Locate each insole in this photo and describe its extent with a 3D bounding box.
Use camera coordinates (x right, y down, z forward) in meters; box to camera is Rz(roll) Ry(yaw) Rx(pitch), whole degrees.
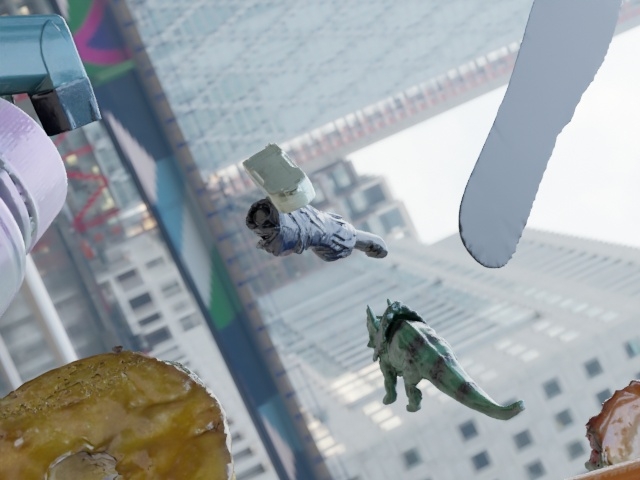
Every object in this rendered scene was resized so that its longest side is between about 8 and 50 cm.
[{"bbox_3d":[0.176,-0.123,0.953,0.007,0.322,0.109,5,-28,45],"label":"insole"}]

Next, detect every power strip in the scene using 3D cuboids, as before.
[{"bbox_3d":[-0.048,-0.070,1.341,0.030,0.047,0.191,61,-5,-23],"label":"power strip"}]

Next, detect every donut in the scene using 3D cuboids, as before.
[{"bbox_3d":[-0.186,0.225,1.034,0.277,0.278,0.108,53,-10,49],"label":"donut"}]

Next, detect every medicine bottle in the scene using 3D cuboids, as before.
[{"bbox_3d":[-0.348,-0.161,1.220,0.079,0.258,0.124,2,-83,58],"label":"medicine bottle"},{"bbox_3d":[-0.459,-0.005,1.414,0.325,0.256,0.256,-63,146,-46],"label":"medicine bottle"}]

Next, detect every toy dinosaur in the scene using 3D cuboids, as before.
[{"bbox_3d":[0.129,0.162,1.477,0.292,0.079,0.120,46,-38,46],"label":"toy dinosaur"}]

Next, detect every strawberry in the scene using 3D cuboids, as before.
[{"bbox_3d":[0.318,0.201,1.158,0.085,0.140,0.192,82,9,-58],"label":"strawberry"}]

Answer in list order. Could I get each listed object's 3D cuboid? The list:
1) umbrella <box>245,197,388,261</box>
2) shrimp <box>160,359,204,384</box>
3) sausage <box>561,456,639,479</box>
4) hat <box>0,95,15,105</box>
[{"bbox_3d":[-0.002,-0.007,1.455,0.248,0.071,0.071,9,47,-57],"label":"umbrella"},{"bbox_3d":[-0.174,0.192,1.374,0.161,0.091,0.034,-80,178,-50],"label":"shrimp"},{"bbox_3d":[0.254,0.203,0.956,0.071,0.234,0.071,42,35,-40],"label":"sausage"},{"bbox_3d":[-0.546,-0.176,1.638,0.128,0.265,0.265,-1,-58,33],"label":"hat"}]
